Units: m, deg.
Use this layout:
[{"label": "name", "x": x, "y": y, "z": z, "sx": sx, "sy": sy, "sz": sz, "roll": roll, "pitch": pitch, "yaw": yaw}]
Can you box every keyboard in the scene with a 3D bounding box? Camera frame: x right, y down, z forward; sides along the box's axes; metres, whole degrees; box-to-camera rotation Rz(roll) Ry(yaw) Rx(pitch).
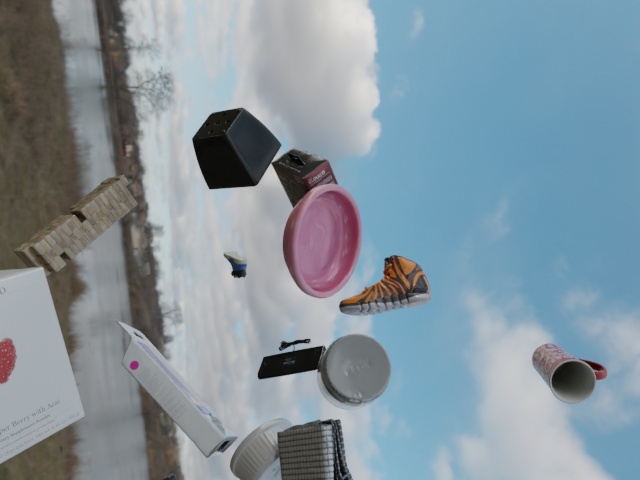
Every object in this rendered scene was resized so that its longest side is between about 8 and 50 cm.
[{"label": "keyboard", "x": -0.117, "y": 0.496, "z": 2.300, "sx": 0.033, "sy": 0.317, "sz": 0.201, "roll": 58, "pitch": 31, "yaw": -30}]

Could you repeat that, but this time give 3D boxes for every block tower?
[{"label": "block tower", "x": -0.647, "y": -0.045, "z": 1.465, "sx": 0.091, "sy": 0.335, "sz": 0.097, "roll": 0, "pitch": -50, "yaw": 39}]

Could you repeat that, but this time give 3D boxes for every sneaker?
[{"label": "sneaker", "x": -0.311, "y": 0.091, "z": 1.960, "sx": 0.152, "sy": 0.058, "sz": 0.084, "roll": 20, "pitch": -68, "yaw": 53}, {"label": "sneaker", "x": 0.211, "y": 0.155, "z": 1.874, "sx": 0.124, "sy": 0.321, "sz": 0.180, "roll": 102, "pitch": -22, "yaw": -71}]

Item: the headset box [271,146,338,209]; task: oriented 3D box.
[{"label": "headset box", "x": -0.031, "y": -0.171, "z": 1.809, "sx": 0.218, "sy": 0.110, "sz": 0.293, "roll": 31, "pitch": -27, "yaw": 50}]

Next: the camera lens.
[{"label": "camera lens", "x": 0.104, "y": 0.421, "z": 1.726, "sx": 0.274, "sy": 0.219, "sz": 0.219, "roll": 101, "pitch": -23, "yaw": -68}]

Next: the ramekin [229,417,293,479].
[{"label": "ramekin", "x": -0.177, "y": 0.779, "z": 1.927, "sx": 0.127, "sy": 0.273, "sz": 0.272, "roll": 39, "pitch": -46, "yaw": 38}]

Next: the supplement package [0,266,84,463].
[{"label": "supplement package", "x": -0.578, "y": 0.212, "z": 0.956, "sx": 0.175, "sy": 0.177, "sz": 0.292, "roll": -5, "pitch": -79, "yaw": 34}]

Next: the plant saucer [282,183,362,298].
[{"label": "plant saucer", "x": 0.000, "y": 0.000, "z": 1.572, "sx": 0.084, "sy": 0.332, "sz": 0.332, "roll": 8, "pitch": -75, "yaw": 37}]

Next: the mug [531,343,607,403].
[{"label": "mug", "x": 0.642, "y": 0.345, "z": 1.410, "sx": 0.169, "sy": 0.150, "sz": 0.113, "roll": -67, "pitch": 178, "yaw": -83}]

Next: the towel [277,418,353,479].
[{"label": "towel", "x": -0.018, "y": 0.702, "z": 1.716, "sx": 0.284, "sy": 0.121, "sz": 0.235, "roll": -33, "pitch": -125, "yaw": 46}]

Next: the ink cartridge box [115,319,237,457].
[{"label": "ink cartridge box", "x": -0.348, "y": 0.344, "z": 1.256, "sx": 0.371, "sy": 0.069, "sz": 0.175, "roll": 44, "pitch": -13, "yaw": 14}]

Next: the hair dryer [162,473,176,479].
[{"label": "hair dryer", "x": -0.478, "y": 0.875, "z": 1.598, "sx": 0.080, "sy": 0.224, "sz": 0.293, "roll": -25, "pitch": -92, "yaw": 35}]

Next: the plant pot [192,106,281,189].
[{"label": "plant pot", "x": -0.257, "y": -0.275, "z": 1.563, "sx": 0.188, "sy": 0.187, "sz": 0.167, "roll": -1, "pitch": -43, "yaw": 33}]
